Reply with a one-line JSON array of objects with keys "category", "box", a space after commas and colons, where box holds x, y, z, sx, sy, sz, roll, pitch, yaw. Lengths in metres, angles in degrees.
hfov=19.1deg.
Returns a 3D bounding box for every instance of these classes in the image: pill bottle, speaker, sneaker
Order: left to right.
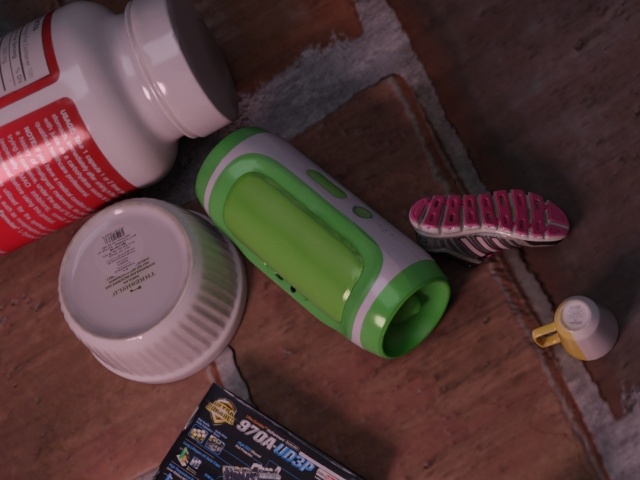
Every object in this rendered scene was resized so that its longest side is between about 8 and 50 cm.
[{"category": "pill bottle", "box": [-0.312, -0.131, 2.172, 0.408, 0.229, 0.229, -24, 64, 13]}, {"category": "speaker", "box": [0.000, 0.000, 2.056, 0.296, 0.131, 0.131, 40, 89, 28]}, {"category": "sneaker", "box": [0.179, -0.009, 2.027, 0.170, 0.074, 0.063, 0, 52, -1]}]

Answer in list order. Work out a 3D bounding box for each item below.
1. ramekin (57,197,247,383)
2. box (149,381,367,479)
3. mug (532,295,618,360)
[{"category": "ramekin", "box": [-0.196, 0.050, 2.128, 0.207, 0.109, 0.207, -7, 69, 20]}, {"category": "box", "box": [-0.073, 0.280, 2.028, 0.220, 0.051, 0.175, 30, 85, 28]}, {"category": "mug", "box": [0.264, 0.091, 1.950, 0.078, 0.064, 0.062, -48, 62, 1]}]
